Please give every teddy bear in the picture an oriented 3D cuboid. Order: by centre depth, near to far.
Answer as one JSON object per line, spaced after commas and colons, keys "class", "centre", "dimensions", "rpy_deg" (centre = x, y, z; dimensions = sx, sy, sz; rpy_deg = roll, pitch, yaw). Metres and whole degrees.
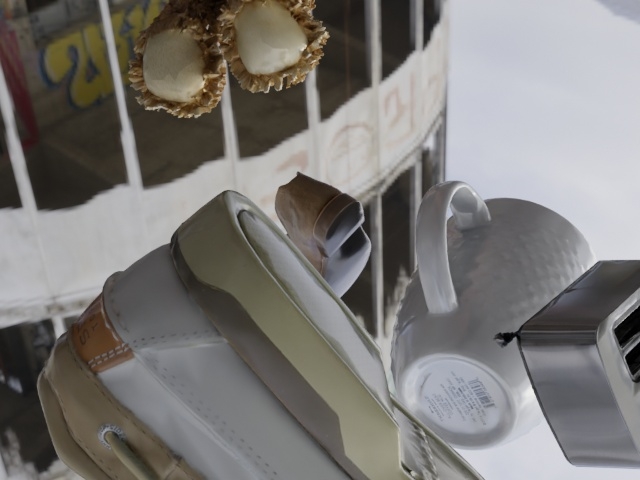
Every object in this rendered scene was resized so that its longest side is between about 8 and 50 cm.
{"class": "teddy bear", "centre": [-0.066, -0.245, 0.893], "dimensions": [0.245, 0.113, 0.338], "rpy_deg": [-31, -131, 18]}

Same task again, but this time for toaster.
{"class": "toaster", "centre": [0.292, 0.124, 1.036], "dimensions": [0.185, 0.168, 0.110], "rpy_deg": [-32, -167, -35]}

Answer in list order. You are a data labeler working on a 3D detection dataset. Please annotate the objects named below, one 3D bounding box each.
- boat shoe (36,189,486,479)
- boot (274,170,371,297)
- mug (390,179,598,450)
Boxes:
{"class": "boat shoe", "centre": [0.020, 0.129, 0.390], "dimensions": [0.103, 0.302, 0.113], "rpy_deg": [-37, -176, 8]}
{"class": "boot", "centre": [0.000, 0.000, 1.565], "dimensions": [0.115, 0.305, 0.112], "rpy_deg": [36, -113, 21]}
{"class": "mug", "centre": [0.224, 0.092, 1.478], "dimensions": [0.276, 0.374, 0.328], "rpy_deg": [-9, -155, 30]}
